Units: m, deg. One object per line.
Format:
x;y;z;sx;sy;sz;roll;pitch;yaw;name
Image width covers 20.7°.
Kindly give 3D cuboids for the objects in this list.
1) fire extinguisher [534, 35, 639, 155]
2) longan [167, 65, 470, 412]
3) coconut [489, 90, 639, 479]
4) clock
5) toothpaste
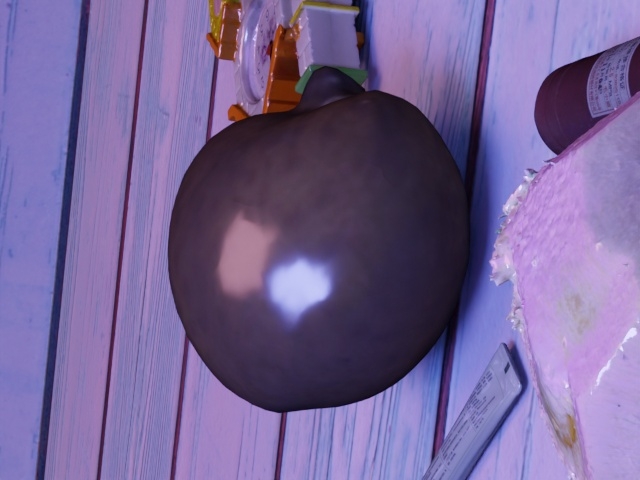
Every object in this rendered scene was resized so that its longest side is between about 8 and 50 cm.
0.224;-0.111;1.122;0.099;0.071;0.231;-62;15;-17;fire extinguisher
0.000;0.000;1.455;0.300;0.243;0.300;-29;49;39;longan
0.209;0.047;0.879;0.245;0.233;0.233;-102;25;-48;coconut
-0.036;-0.209;1.788;0.220;0.106;0.255;127;142;-56;clock
0.116;0.163;1.407;0.048;0.029;0.197;-109;33;-42;toothpaste
